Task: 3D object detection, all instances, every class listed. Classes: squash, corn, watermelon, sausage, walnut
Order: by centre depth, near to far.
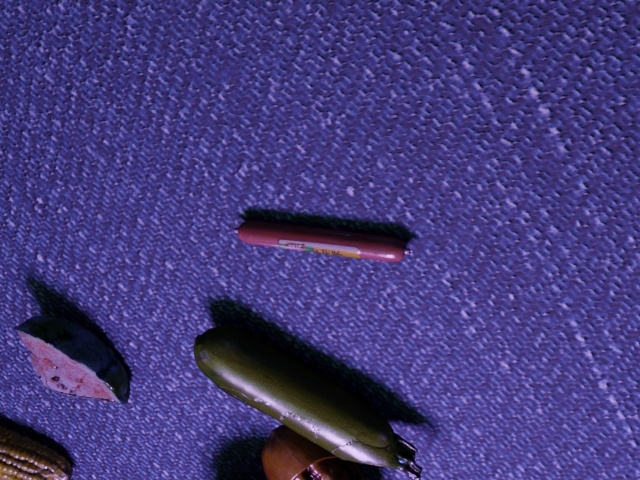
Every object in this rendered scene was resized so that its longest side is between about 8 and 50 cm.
[{"bbox_3d":[0.000,0.000,1.321,0.223,0.029,0.029,7,127,22],"label":"sausage"},{"bbox_3d":[-0.013,0.205,1.445,0.331,0.087,0.087,29,132,6],"label":"squash"},{"bbox_3d":[0.003,0.321,1.506,0.116,0.116,0.207,-23,115,37],"label":"walnut"},{"bbox_3d":[-0.348,0.165,1.598,0.187,0.071,0.139,40,139,-17],"label":"watermelon"},{"bbox_3d":[-0.514,0.322,1.782,0.288,0.086,0.086,24,131,11],"label":"corn"}]
